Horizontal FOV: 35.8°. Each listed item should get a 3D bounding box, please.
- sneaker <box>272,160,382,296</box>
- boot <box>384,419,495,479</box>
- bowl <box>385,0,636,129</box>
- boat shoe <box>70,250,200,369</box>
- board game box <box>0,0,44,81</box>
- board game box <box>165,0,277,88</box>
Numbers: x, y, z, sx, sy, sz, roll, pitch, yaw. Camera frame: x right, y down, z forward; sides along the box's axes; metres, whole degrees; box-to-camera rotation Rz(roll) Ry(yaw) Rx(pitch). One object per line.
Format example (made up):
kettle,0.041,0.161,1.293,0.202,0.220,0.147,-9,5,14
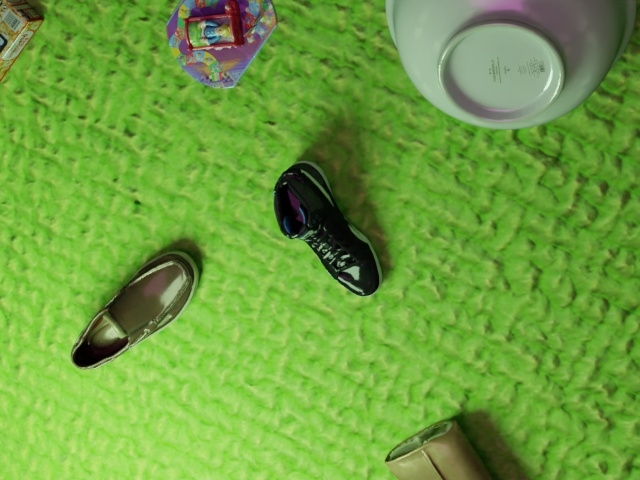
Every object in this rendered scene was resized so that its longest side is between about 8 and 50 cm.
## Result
sneaker,0.000,0.000,1.364,0.079,0.121,0.217,-30,95,24
boot,0.256,0.371,1.413,0.236,0.089,0.269,-35,92,24
bowl,0.213,-0.230,1.151,0.297,0.134,0.298,9,138,8
boat shoe,-0.285,0.118,1.508,0.095,0.095,0.257,46,114,0
board game box,-0.526,-0.309,1.485,0.147,0.045,0.193,45,114,0
board game box,-0.146,-0.294,1.372,0.133,0.033,0.169,41,114,3
